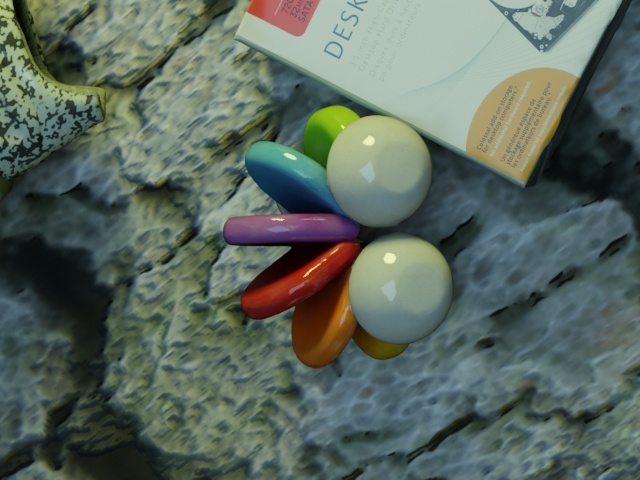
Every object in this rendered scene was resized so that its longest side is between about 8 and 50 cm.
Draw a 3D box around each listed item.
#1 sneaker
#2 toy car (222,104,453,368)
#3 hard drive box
[{"bbox_3d":[-0.286,-0.222,1.165,0.182,0.158,0.410,-25,96,4],"label":"sneaker"},{"bbox_3d":[0.000,0.000,1.076,0.136,0.159,0.182,-11,92,-23],"label":"toy car"},{"bbox_3d":[0.086,-0.167,1.093,0.232,0.089,0.181,27,99,11],"label":"hard drive box"}]
